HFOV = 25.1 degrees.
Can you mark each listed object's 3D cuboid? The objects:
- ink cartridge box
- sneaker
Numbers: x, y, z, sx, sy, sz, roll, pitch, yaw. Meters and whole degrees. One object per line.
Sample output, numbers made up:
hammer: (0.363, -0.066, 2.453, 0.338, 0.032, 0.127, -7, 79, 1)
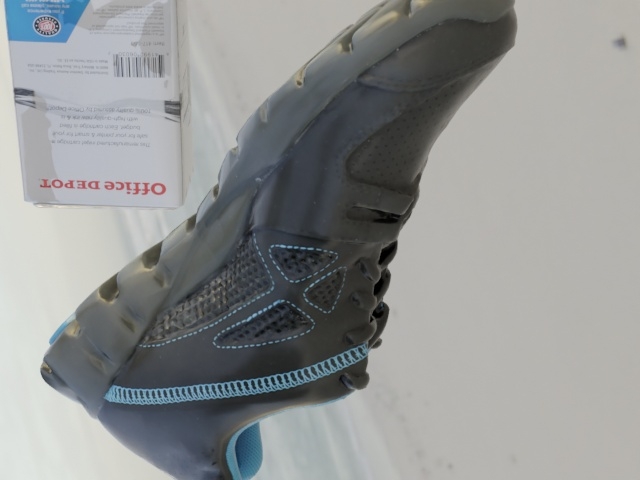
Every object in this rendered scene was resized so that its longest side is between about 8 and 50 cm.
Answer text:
ink cartridge box: (-0.180, -0.128, 1.199, 0.082, 0.139, 0.191, -85, -4, -61)
sneaker: (0.000, 0.000, 0.758, 0.139, 0.341, 0.125, 44, -152, 1)
